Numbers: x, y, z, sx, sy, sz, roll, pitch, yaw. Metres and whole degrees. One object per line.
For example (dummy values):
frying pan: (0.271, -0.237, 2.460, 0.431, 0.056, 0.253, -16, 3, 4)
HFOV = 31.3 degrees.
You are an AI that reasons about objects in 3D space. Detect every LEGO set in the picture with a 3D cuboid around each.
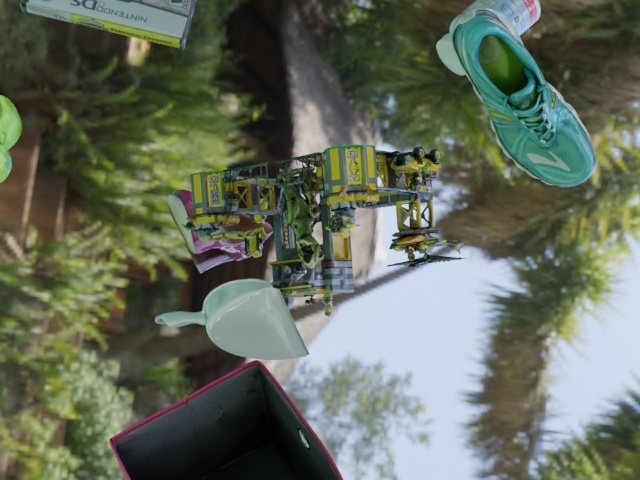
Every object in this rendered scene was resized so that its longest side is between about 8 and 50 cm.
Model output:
LEGO set: (0.000, 0.000, 1.440, 0.331, 0.255, 0.192, -7, -95, 30)

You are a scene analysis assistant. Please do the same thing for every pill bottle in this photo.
pill bottle: (0.258, -0.329, 1.767, 0.160, 0.087, 0.087, -42, -174, -16)

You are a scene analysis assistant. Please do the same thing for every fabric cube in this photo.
fabric cube: (-0.124, 0.385, 1.679, 0.254, 0.259, 0.258, 52, -20, 33)

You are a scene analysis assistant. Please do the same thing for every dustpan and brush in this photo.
dustpan and brush: (-0.133, 0.109, 1.563, 0.060, 0.211, 0.147, -86, 159, -47)

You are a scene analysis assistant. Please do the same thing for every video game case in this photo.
video game case: (-0.294, -0.442, 1.730, 0.035, 0.248, 0.275, 109, -6, -72)

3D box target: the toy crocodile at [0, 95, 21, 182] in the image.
toy crocodile: (-0.582, -0.103, 1.708, 0.115, 0.340, 0.105, 12, -49, 41)

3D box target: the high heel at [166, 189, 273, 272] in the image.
high heel: (-0.190, -0.047, 2.238, 0.127, 0.181, 0.377, 61, -7, 12)

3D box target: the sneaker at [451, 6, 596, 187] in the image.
sneaker: (0.257, -0.172, 1.458, 0.107, 0.275, 0.110, -38, -164, 9)

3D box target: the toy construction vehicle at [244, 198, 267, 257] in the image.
toy construction vehicle: (-0.071, -0.022, 1.717, 0.035, 0.086, 0.098, 56, 22, -47)
